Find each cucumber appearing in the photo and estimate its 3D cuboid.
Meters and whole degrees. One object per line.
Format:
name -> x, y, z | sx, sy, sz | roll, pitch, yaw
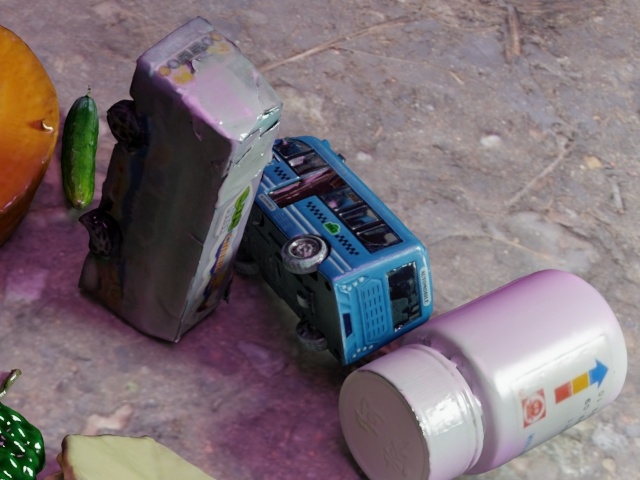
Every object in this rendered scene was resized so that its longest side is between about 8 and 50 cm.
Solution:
cucumber -> -0.243, -0.090, 1.955 | 0.039, 0.039, 0.168 | 7, 49, -12

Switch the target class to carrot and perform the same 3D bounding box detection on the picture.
carrot -> -0.388, -0.092, 1.870 | 0.258, 0.100, 0.307 | 17, 47, 2

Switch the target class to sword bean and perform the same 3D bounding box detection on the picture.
sword bean -> -0.294, 0.143, 1.742 | 0.012, 0.012, 0.083 | 29, 45, 9

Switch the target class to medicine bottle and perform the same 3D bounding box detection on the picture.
medicine bottle -> 0.151, 0.133, 1.801 | 0.254, 0.152, 0.152 | -23, 59, -32

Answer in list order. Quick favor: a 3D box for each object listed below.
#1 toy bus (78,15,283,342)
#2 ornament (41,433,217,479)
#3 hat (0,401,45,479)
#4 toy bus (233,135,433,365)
toy bus -> -0.128, -0.046, 1.758 | 0.138, 0.317, 0.112 | 38, 51, 15
ornament -> -0.141, 0.217, 1.674 | 0.201, 0.059, 0.180 | 22, 18, -18
hat -> -0.276, 0.270, 1.495 | 0.332, 0.274, 0.242 | 38, 31, -18
toy bus -> 0.000, 0.000, 1.853 | 0.134, 0.113, 0.246 | -23, 41, -17
